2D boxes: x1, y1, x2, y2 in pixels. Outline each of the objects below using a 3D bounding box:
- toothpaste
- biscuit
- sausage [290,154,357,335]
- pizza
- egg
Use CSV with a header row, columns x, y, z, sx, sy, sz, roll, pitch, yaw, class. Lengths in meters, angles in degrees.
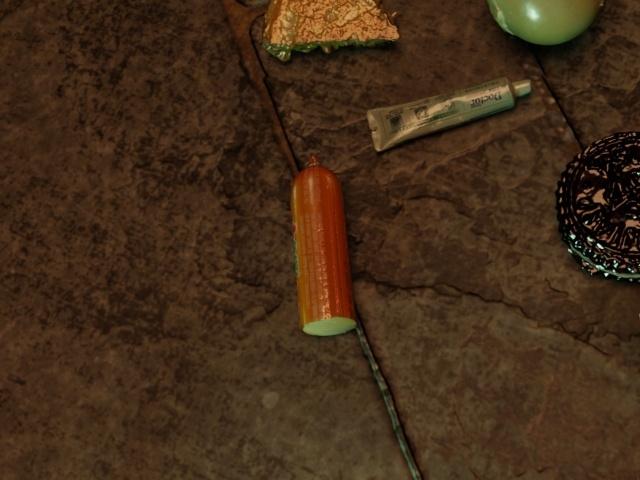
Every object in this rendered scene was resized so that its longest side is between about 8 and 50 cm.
x,y,z,sx,sy,sz,roll,pitch,yaw,class
0.169,-0.172,1.297,0.218,0.041,0.064,-15,72,10,toothpaste
0.378,-0.041,1.190,0.194,0.053,0.195,-5,67,11,biscuit
0.000,0.000,1.245,0.071,0.071,0.234,-9,67,8,sausage
0.026,-0.313,1.372,0.199,0.062,0.188,29,89,15,pizza
0.290,-0.346,1.274,0.164,0.164,0.201,-3,65,11,egg
